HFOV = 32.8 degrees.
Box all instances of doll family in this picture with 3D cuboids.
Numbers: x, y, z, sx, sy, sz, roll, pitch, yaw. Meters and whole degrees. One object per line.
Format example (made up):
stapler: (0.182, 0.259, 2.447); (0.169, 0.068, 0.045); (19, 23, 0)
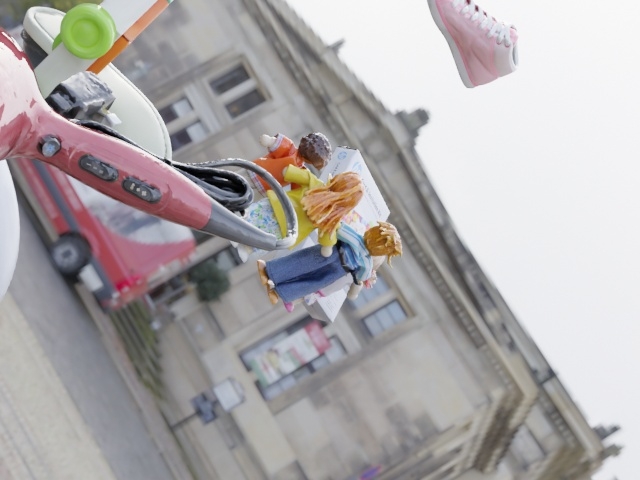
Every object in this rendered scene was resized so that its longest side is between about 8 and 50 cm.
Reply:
doll family: (0.000, 0.000, 1.213); (0.118, 0.163, 0.263); (-103, 167, -50)

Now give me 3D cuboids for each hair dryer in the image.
hair dryer: (-0.142, -0.066, 0.636); (0.223, 0.080, 0.293); (27, 17, 21)

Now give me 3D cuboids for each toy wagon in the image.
toy wagon: (-0.240, -0.246, 1.227); (0.068, 0.344, 0.267); (46, 19, -15)

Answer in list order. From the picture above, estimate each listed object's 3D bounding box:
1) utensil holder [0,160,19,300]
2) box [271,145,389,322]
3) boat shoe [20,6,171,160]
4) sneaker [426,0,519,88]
utensil holder: (-0.477, 0.028, 0.874); (0.328, 0.327, 0.385); (62, 21, -14)
box: (0.018, -0.007, 1.433); (0.038, 0.186, 0.145); (12, -29, 31)
boat shoe: (-0.322, -0.174, 1.479); (0.127, 0.113, 0.340); (-10, 52, -51)
sneaker: (0.155, -0.215, 1.070); (0.134, 0.070, 0.051); (61, 37, -30)
